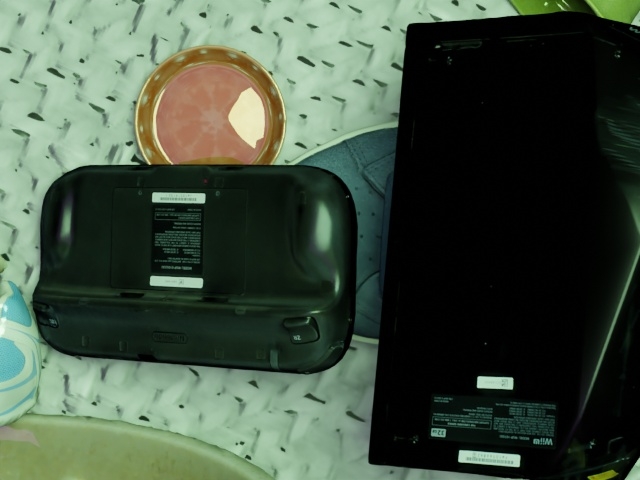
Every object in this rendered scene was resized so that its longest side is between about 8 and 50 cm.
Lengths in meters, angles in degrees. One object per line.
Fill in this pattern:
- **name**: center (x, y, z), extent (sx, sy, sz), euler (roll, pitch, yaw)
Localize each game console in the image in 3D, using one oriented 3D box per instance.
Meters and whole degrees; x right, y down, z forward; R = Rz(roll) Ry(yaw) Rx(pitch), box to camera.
- **game console**: center (0.000, 0.000, 0.835), extent (0.361, 0.044, 0.213), euler (2, 82, 33)

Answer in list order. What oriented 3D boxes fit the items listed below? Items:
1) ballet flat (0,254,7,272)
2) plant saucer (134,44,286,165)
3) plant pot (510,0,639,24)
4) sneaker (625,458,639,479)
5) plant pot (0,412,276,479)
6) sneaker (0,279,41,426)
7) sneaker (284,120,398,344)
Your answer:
- **ballet flat**: center (-0.251, -0.014, 0.914), extent (0.168, 0.057, 0.052), euler (7, 82, 1)
- **plant saucer**: center (-0.060, -0.065, 0.926), extent (0.083, 0.013, 0.083), euler (0, 92, 1)
- **plant pot**: center (0.149, -0.148, 0.891), extent (0.083, 0.083, 0.079), euler (43, 81, 0)
- **sneaker**: center (0.258, 0.158, 0.845), extent (0.153, 0.094, 0.235), euler (48, 132, -12)
- **plant pot**: center (-0.176, 0.278, 0.810), extent (0.334, 0.334, 0.305), euler (2, 103, 2)
- **sneaker**: center (-0.268, 0.054, 0.897), extent (0.237, 0.085, 0.086), euler (0, 107, -5)
- **sneaker**: center (0.125, -0.001, 0.841), extent (0.350, 0.148, 0.131), euler (0, 91, 12)
